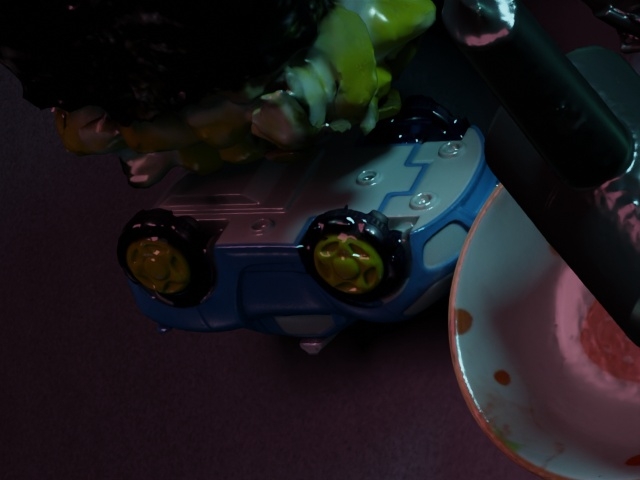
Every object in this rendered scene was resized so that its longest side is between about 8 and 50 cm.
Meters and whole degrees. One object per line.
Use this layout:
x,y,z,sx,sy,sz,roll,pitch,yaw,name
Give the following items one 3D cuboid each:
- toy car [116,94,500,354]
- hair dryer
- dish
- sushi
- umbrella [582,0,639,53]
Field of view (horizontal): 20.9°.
0.000,0.000,1.342,0.314,0.166,0.198,-2,36,26,toy car
0.167,-0.036,0.995,0.116,0.302,0.244,-43,54,9,hair dryer
0.219,0.048,1.176,0.260,0.085,0.260,-13,68,33,dish
-0.097,-0.188,1.272,0.328,0.285,0.328,-11,42,20,sushi
0.238,-0.154,1.125,0.340,0.118,0.118,30,96,7,umbrella
